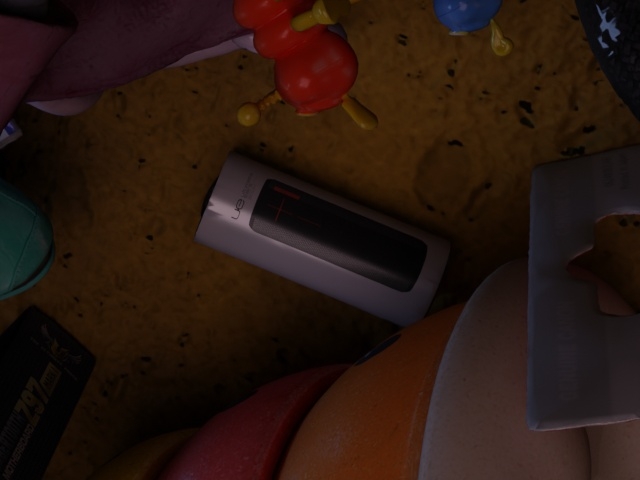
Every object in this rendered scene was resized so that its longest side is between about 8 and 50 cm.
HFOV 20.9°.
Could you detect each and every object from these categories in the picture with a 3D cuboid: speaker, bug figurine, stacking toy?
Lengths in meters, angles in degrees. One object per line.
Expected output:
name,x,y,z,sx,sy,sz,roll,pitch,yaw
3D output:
speaker,0.000,0.000,0.959,0.136,0.055,0.055,23,114,-3
bug figurine,0.003,-0.162,0.787,0.072,0.279,0.216,-25,94,29
stacking toy,-0.045,0.205,0.953,0.480,0.350,0.350,-8,113,26

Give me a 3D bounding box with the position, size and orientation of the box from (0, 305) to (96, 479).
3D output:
box,-0.237,0.163,0.986,0.059,0.183,0.233,43,112,-12

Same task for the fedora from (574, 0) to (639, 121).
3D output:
fedora,0.275,-0.147,0.793,0.334,0.152,0.334,0,93,3

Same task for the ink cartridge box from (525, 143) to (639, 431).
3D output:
ink cartridge box,0.292,0.032,0.800,0.385,0.308,0.091,-6,112,10

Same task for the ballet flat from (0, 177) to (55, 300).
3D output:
ballet flat,-0.263,0.025,0.926,0.247,0.083,0.087,-26,130,12

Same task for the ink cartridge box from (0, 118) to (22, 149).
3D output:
ink cartridge box,-0.361,-0.114,0.947,0.307,0.072,0.303,-29,106,15

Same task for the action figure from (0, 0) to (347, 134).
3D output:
action figure,-0.182,-0.080,0.775,0.248,0.370,0.275,-4,132,31
